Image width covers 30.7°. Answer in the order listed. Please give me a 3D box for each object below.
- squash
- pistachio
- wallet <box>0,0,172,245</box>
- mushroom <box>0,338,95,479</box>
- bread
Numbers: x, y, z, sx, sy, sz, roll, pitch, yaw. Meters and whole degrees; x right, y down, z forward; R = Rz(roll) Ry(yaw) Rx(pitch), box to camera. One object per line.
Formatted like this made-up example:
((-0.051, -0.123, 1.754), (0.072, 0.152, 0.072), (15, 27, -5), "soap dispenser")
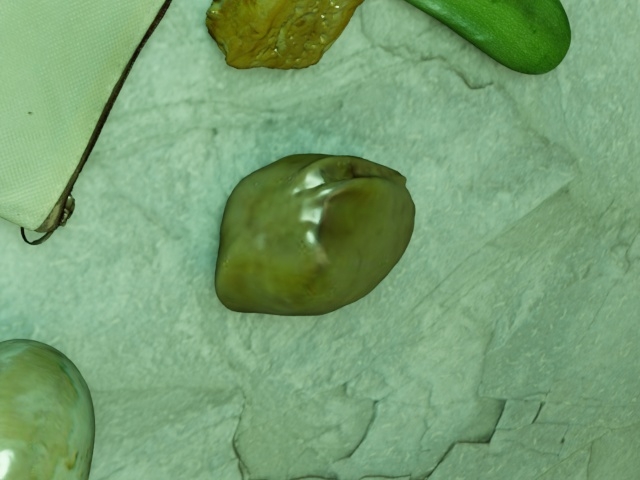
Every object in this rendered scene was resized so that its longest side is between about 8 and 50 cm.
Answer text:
((0.157, -0.265, 1.210), (0.395, 0.107, 0.107), (22, 104, -46), "squash")
((0.000, 0.000, 1.240), (0.213, 0.163, 0.260), (-41, 156, 22), "pistachio")
((-0.248, -0.176, 0.954), (0.275, 0.068, 0.335), (26, 93, -48), "wallet")
((-0.326, 0.205, 1.078), (0.243, 0.243, 0.243), (-22, 132, -27), "mushroom")
((-0.003, -0.261, 1.028), (0.139, 0.077, 0.271), (-6, 149, -37), "bread")
